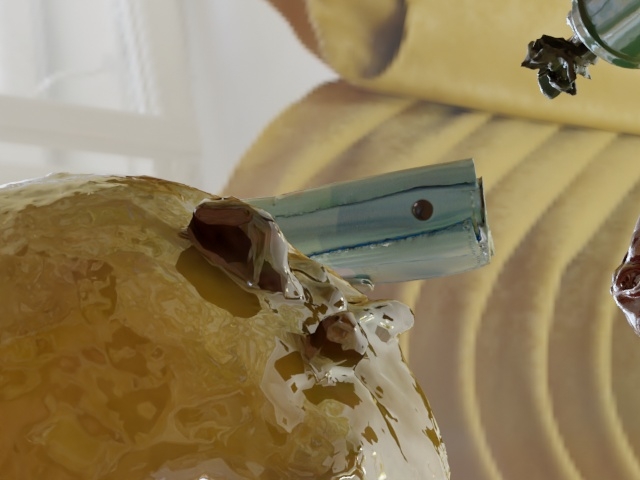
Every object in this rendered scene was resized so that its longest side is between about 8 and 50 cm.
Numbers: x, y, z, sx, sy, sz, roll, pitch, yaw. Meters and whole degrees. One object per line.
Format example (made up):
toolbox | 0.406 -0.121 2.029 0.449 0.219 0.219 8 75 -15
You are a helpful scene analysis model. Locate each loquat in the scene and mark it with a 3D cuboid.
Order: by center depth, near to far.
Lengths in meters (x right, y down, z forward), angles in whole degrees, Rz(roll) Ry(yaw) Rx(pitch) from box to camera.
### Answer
loquat | -0.075 0.092 0.470 0.238 0.193 0.238 -12 -115 26

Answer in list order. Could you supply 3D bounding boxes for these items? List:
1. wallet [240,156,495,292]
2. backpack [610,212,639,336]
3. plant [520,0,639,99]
wallet | 0.000 0.000 1.137 0.250 0.176 0.075 -8 -99 7
backpack | 0.340 -0.009 1.272 0.139 0.229 0.229 41 -62 38
plant | 0.107 -0.081 0.549 0.102 0.051 0.051 143 -56 -69
